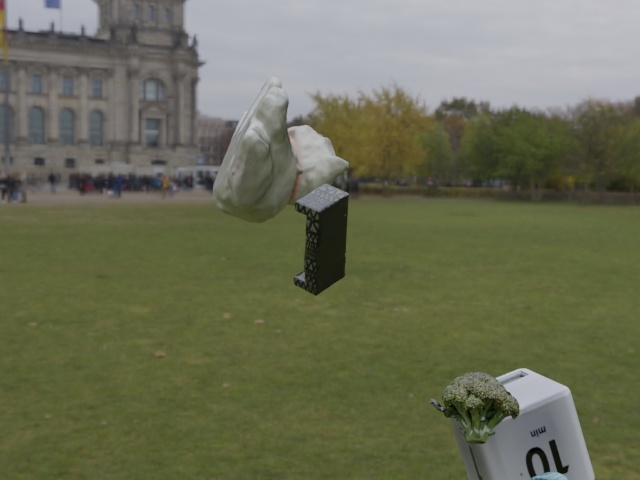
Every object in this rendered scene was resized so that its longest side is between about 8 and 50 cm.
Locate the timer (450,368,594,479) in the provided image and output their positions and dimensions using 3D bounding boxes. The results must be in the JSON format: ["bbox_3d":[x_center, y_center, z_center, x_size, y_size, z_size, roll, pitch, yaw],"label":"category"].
[{"bbox_3d":[0.381,0.383,1.499,0.192,0.195,0.194,-19,6,-11],"label":"timer"}]

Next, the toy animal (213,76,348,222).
[{"bbox_3d":[-0.050,-0.120,1.157,0.188,0.266,0.308,35,-34,-10],"label":"toy animal"}]

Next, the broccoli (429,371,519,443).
[{"bbox_3d":[0.269,0.286,1.334,0.131,0.120,0.130,19,-27,-33],"label":"broccoli"}]

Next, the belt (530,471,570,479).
[{"bbox_3d":[0.265,0.315,0.763,0.100,0.179,0.065,-28,-20,28],"label":"belt"}]

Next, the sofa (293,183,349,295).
[{"bbox_3d":[0.000,0.000,0.900,0.039,0.118,0.060,24,39,31],"label":"sofa"}]
